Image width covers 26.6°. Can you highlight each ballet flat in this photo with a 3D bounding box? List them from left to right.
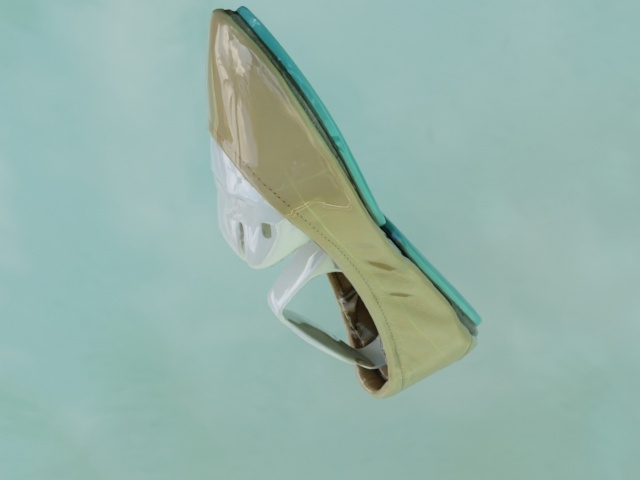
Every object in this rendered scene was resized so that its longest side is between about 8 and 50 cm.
[{"bbox_3d":[0.000,0.000,0.581,0.073,0.232,0.080,-39,42,1],"label":"ballet flat"}]
